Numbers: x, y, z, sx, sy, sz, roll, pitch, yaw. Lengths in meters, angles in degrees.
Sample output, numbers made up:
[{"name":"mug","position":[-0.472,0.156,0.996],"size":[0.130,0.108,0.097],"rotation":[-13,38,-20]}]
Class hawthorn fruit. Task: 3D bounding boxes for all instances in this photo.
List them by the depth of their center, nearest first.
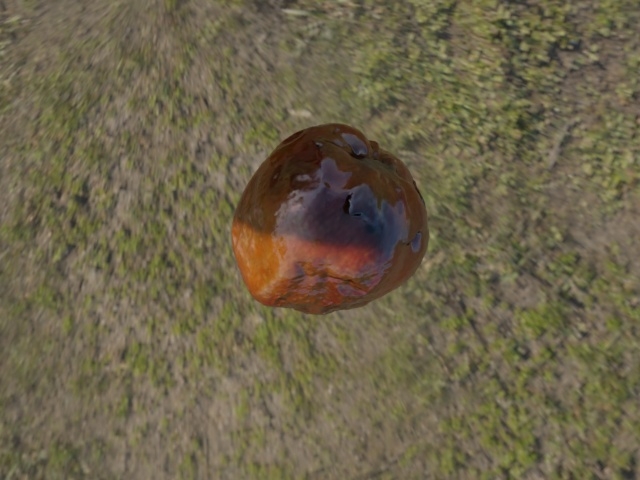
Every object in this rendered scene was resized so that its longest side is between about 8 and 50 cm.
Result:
[{"name":"hawthorn fruit","position":[0.006,-0.010,1.069],"size":[0.179,0.173,0.173],"rotation":[-31,105,5]}]
